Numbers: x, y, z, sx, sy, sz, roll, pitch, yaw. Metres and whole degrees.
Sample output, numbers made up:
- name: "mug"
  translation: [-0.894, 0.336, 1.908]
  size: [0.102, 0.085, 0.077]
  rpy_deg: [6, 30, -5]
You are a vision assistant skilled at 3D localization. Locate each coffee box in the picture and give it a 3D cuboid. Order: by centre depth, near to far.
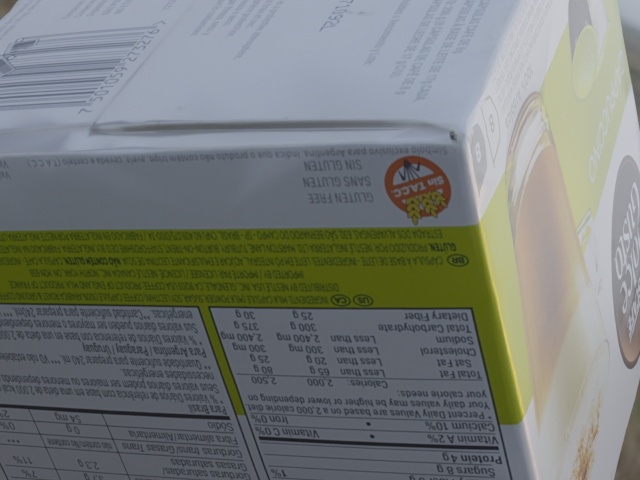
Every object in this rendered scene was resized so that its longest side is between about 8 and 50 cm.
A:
- name: "coffee box"
  translation: [0.000, 0.000, 0.884]
  size: [0.338, 0.334, 0.337]
  rpy_deg: [-1, 34, 24]
